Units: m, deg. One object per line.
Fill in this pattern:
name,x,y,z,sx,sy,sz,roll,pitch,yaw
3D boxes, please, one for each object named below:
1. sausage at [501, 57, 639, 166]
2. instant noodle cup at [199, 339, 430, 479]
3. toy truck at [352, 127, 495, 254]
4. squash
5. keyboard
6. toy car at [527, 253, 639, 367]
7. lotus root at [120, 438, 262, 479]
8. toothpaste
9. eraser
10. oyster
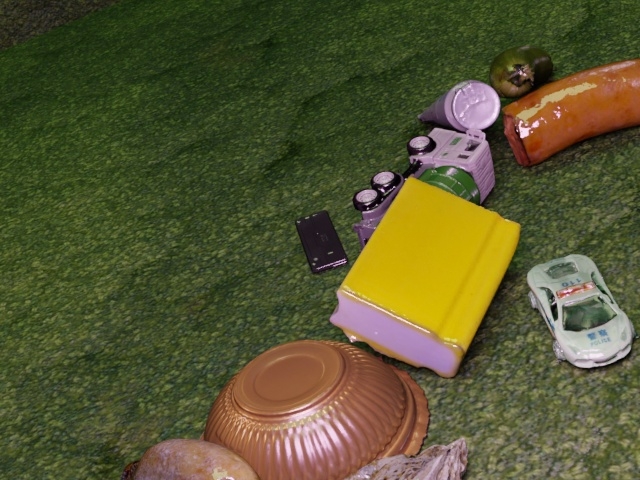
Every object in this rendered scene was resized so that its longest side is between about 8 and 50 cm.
sausage,0.388,-0.189,1.605,0.271,0.109,0.109,-17,29,-1
instant noodle cup,-0.023,0.180,1.237,0.274,0.090,0.274,-14,30,8
toy truck,0.139,-0.049,1.518,0.125,0.101,0.242,12,44,35
squash,0.292,-0.250,1.697,0.080,0.071,0.318,-23,4,20
keyboard,0.000,0.000,1.603,0.053,0.010,0.155,-19,29,-1
toy car,0.287,0.071,1.271,0.093,0.058,0.186,-16,29,2
lotus root,-0.134,0.255,1.157,0.192,0.113,0.088,5,0,42
toothpaste,0.210,-0.197,1.702,0.114,0.073,0.299,-19,6,2
eraser,0.126,0.040,1.335,0.158,0.069,0.226,27,50,9
oyster,0.068,0.249,1.096,0.177,0.064,0.125,-24,28,2
